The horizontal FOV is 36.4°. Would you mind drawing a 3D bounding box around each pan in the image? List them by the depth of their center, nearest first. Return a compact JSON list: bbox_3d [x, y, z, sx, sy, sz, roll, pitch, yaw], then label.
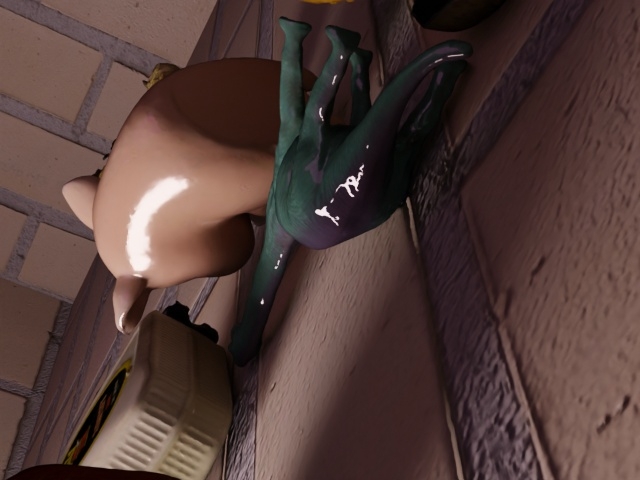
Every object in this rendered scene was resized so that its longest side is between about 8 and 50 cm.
[{"bbox_3d":[0.123,-0.196,0.689,0.128,0.048,0.202,-62,15,21],"label":"pan"}]

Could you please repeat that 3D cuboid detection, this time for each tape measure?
[{"bbox_3d":[-0.181,0.210,0.989,0.231,0.133,0.271,-57,16,8],"label":"tape measure"}]

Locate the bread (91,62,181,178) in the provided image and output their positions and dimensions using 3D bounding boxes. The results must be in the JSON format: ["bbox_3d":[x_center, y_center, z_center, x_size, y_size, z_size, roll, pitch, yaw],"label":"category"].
[{"bbox_3d":[-0.160,-0.112,1.252,0.162,0.204,0.262,-32,33,45],"label":"bread"}]

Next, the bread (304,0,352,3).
[{"bbox_3d":[0.056,-0.326,0.931,0.261,0.147,0.160,-58,8,9],"label":"bread"}]

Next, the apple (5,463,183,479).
[{"bbox_3d":[-0.138,0.256,0.620,0.230,0.230,0.230,-57,19,31],"label":"apple"}]

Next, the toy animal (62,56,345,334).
[{"bbox_3d":[-0.127,-0.064,1.017,0.195,0.213,0.256,57,134,34],"label":"toy animal"}]

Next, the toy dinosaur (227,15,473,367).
[{"bbox_3d":[0.000,0.000,0.780,0.383,0.129,0.331,-138,61,-72],"label":"toy dinosaur"}]
